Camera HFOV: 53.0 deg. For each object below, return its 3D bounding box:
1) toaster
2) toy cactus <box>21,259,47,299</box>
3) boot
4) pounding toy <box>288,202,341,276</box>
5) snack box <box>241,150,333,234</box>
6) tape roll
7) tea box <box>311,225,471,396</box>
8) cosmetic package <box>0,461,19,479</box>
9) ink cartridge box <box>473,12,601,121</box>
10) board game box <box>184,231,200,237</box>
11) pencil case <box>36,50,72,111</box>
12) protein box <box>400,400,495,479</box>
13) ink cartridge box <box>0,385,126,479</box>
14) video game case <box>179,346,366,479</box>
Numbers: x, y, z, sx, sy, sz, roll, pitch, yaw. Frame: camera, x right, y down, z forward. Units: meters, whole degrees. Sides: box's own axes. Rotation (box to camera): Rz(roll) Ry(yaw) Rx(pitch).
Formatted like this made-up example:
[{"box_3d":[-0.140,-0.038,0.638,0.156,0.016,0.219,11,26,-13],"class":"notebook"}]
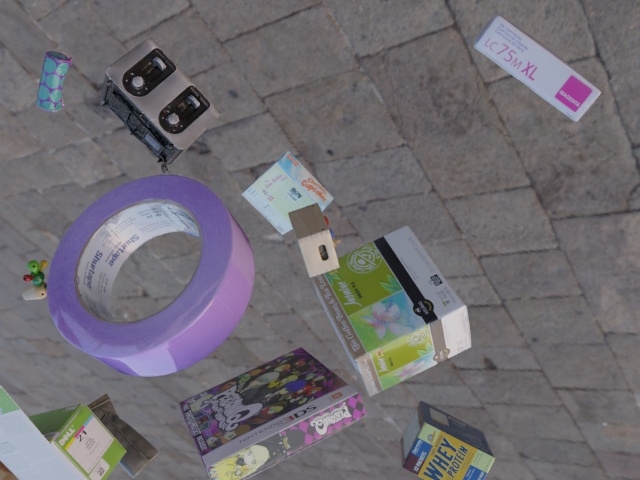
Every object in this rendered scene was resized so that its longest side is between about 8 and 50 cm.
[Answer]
[{"box_3d":[-0.266,-0.219,1.057,0.168,0.110,0.186,47,162,-12],"class":"toaster"},{"box_3d":[-0.726,0.134,1.732,0.180,0.112,0.219,-17,150,21],"class":"toy cactus"},{"box_3d":[-0.515,0.492,1.556,0.076,0.190,0.208,-38,86,33],"class":"boot"},{"box_3d":[0.000,0.000,1.423,0.100,0.130,0.141,-19,128,-2],"class":"pounding toy"},{"box_3d":[-0.106,-0.132,1.906,0.187,0.060,0.322,46,154,-9],"class":"snack box"},{"box_3d":[-0.235,0.045,0.897,0.275,0.274,0.090,10,154,22],"class":"tape roll"},{"box_3d":[0.190,0.191,1.784,0.323,0.329,0.220,-27,138,-4],"class":"tea box"},{"box_3d":[-0.643,0.546,1.332,0.296,0.129,0.153,40,99,-16],"class":"cosmetic package"},{"box_3d":[0.340,-0.292,1.038,0.186,0.311,0.065,37,112,-1],"class":"ink cartridge box"},{"box_3d":[-0.304,-0.052,1.644,0.090,0.090,0.020,20,159,14],"class":"board game box"},{"box_3d":[-0.715,-0.426,1.722,0.070,0.064,0.151,7,118,-29],"class":"pencil case"},{"box_3d":[0.332,0.557,1.715,0.200,0.136,0.201,26,-175,5],"class":"protein box"},{"box_3d":[-0.505,0.336,1.147,0.189,0.097,0.255,-19,113,32],"class":"ink cartridge box"},{"box_3d":[-0.076,0.234,0.888,0.232,0.210,0.042,16,126,69],"class":"video game case"}]
